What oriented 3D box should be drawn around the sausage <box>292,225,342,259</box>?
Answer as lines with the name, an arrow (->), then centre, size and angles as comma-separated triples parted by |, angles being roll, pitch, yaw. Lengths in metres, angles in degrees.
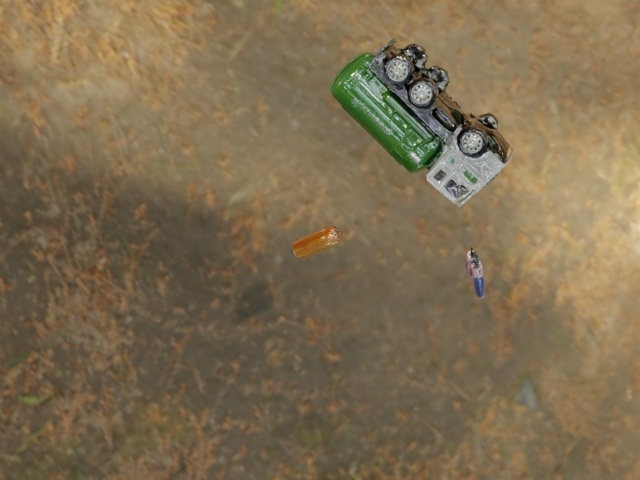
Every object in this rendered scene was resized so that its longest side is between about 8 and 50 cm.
sausage -> 0.000, 0.000, 1.710 | 0.031, 0.107, 0.031 | 9, 72, -29

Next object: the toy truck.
toy truck -> 0.131, -0.157, 1.627 | 0.125, 0.242, 0.101 | -47, 180, 24

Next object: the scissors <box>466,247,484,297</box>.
scissors -> 0.185, 0.035, 1.489 | 0.012, 0.039, 0.113 | -22, 157, -2
